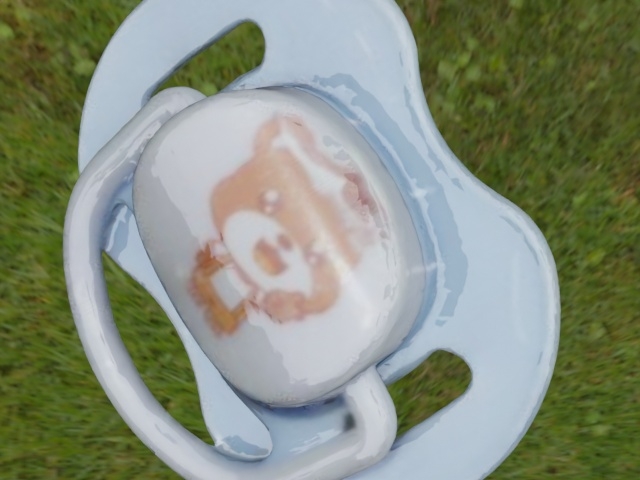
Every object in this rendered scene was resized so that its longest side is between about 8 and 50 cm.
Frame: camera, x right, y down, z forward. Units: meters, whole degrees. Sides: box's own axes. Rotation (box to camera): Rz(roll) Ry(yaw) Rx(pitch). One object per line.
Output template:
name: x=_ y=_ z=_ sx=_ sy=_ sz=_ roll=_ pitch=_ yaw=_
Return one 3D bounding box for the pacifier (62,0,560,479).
pacifier: x=0.000 y=0.000 z=0.772 sx=0.227 sy=0.207 sz=0.279 roll=-35 pitch=82 yaw=27
